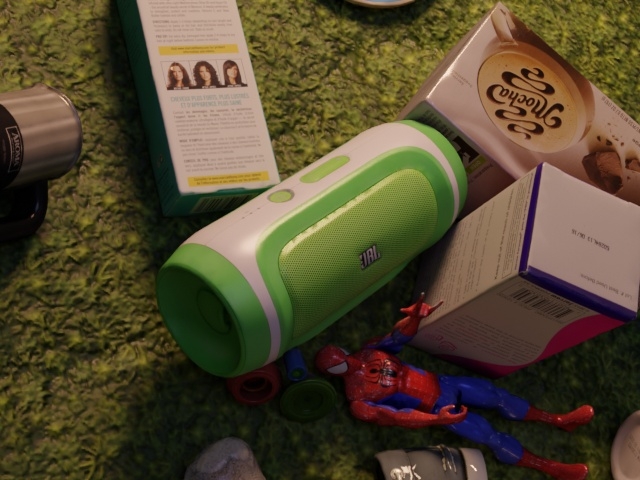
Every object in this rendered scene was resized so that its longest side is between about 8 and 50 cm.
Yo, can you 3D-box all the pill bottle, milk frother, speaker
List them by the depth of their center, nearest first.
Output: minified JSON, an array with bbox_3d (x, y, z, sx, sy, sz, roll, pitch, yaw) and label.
[{"bbox_3d":[-0.296,-0.071,0.925,0.143,0.129,0.135,24,20,17],"label":"milk frother"},{"bbox_3d":[0.000,0.000,0.995,0.296,0.131,0.131,-34,86,-36],"label":"speaker"},{"bbox_3d":[0.373,0.226,1.108,0.160,0.087,0.087,18,64,-16],"label":"pill bottle"}]

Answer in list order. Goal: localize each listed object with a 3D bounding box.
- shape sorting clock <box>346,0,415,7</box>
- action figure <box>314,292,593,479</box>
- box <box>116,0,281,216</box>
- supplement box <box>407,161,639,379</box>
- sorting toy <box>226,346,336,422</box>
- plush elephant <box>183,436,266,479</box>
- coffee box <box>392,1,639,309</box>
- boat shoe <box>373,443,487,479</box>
[{"bbox_3d":[0.048,-0.345,1.214,0.206,0.040,0.206,9,66,-21],"label":"shape sorting clock"},{"bbox_3d":[0.135,0.136,1.013,0.280,0.139,0.091,19,62,-14],"label":"action figure"},{"bbox_3d":[-0.118,-0.148,1.050,0.100,0.060,0.244,-6,73,-27],"label":"box"},{"bbox_3d":[0.178,0.036,1.019,0.111,0.220,0.114,23,61,-16],"label":"supplement box"},{"bbox_3d":[-0.033,0.119,0.994,0.102,0.061,0.042,19,30,-24],"label":"sorting toy"},{"bbox_3d":[-0.021,0.273,0.762,0.330,0.255,0.272,28,60,18],"label":"plush elephant"},{"bbox_3d":[0.226,-0.070,1.140,0.297,0.119,0.168,41,58,-4],"label":"coffee box"},{"bbox_3d":[0.079,0.324,0.935,0.099,0.116,0.319,9,63,-5],"label":"boat shoe"}]
